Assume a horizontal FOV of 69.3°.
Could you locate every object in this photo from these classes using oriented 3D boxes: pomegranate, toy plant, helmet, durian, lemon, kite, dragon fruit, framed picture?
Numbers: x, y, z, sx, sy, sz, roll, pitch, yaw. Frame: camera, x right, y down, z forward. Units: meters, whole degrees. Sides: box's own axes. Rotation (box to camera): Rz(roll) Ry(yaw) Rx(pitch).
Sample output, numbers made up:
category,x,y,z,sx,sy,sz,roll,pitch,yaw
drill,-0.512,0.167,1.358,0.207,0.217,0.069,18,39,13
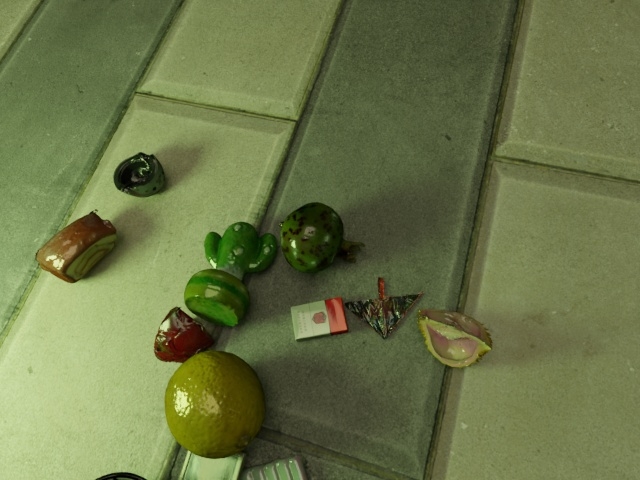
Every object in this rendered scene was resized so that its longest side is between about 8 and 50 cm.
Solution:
category,x,y,z,sx,sy,sz,roll,pitch,yaw
pomegranate,0.000,0.000,1.357,0.263,0.211,0.210,20,70,-6
toy plant,-0.270,0.080,1.388,0.224,0.184,0.315,15,54,8
helmet,-0.599,-0.211,1.569,0.177,0.107,0.153,9,71,31
durian,0.358,0.250,1.238,0.183,0.132,0.165,-9,55,15
lemon,-0.268,0.415,1.186,0.268,0.267,0.267,-3,67,6
kite,0.187,0.195,1.347,0.232,0.009,0.189,-5,66,4
dragon fruit,-0.405,0.289,1.326,0.121,0.127,0.161,32,74,26
framed picture,-0.298,0.649,1.185,0.184,0.016,0.249,4,67,29

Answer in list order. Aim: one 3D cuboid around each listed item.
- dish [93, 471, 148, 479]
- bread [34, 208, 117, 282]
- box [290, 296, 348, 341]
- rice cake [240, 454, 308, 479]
category,x,y,z,sx,sy,sz,roll,pitch,yaw
dish,-0.495,0.729,1.146,0.303,0.120,0.302,-1,65,3
bread,-0.753,0.019,1.452,0.123,0.190,0.244,36,72,6
box,-0.003,0.228,1.340,0.152,0.048,0.100,-11,69,0
rice cake,-0.099,0.662,1.173,0.190,0.037,0.198,-17,66,1
